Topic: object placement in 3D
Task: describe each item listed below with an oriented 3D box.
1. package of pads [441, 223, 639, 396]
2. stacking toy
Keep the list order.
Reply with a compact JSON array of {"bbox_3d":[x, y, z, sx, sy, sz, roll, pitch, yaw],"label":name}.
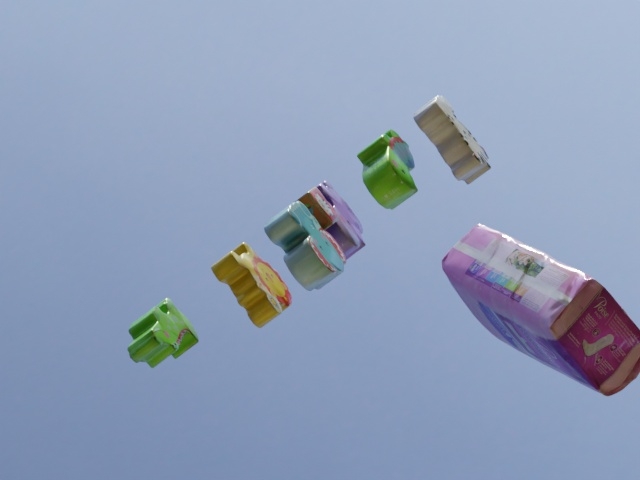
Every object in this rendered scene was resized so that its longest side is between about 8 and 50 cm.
[{"bbox_3d":[0.088,0.027,0.720,0.032,0.083,0.050,-49,-58,-8],"label":"package of pads"},{"bbox_3d":[0.000,0.000,0.970,0.052,0.167,0.221,53,-164,0],"label":"stacking toy"}]
